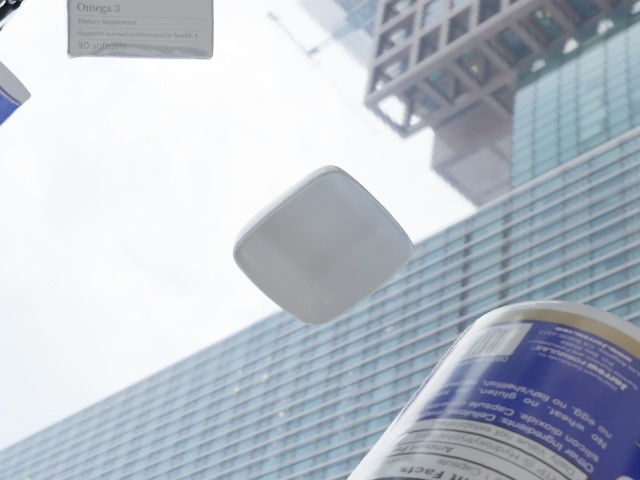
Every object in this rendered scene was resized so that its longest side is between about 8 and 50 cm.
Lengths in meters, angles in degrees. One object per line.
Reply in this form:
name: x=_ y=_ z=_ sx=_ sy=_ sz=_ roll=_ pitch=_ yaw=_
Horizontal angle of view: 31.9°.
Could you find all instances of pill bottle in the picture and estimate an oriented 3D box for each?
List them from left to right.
pill bottle: x=0.054 y=0.111 z=0.366 sx=0.112 sy=0.112 sz=0.187 roll=55 pitch=-137 yaw=-8

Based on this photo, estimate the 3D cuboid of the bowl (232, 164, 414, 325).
bowl: x=0.000 y=0.000 z=1.062 sx=0.142 sy=0.142 sz=0.053 roll=44 pitch=-165 yaw=-31

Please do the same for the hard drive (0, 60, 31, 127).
hard drive: x=-0.434 y=-0.099 z=0.979 sx=0.210 sy=0.319 sz=0.040 roll=46 pitch=-158 yaw=-12

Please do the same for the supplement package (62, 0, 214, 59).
supplement package: x=-0.133 y=-0.222 z=0.805 sx=0.105 sy=0.105 sz=0.179 roll=-2 pitch=-78 yaw=-13

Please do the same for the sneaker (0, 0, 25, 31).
sneaker: x=-0.256 y=-0.149 z=0.600 sx=0.135 sy=0.097 sz=0.276 roll=42 pitch=-164 yaw=-6
